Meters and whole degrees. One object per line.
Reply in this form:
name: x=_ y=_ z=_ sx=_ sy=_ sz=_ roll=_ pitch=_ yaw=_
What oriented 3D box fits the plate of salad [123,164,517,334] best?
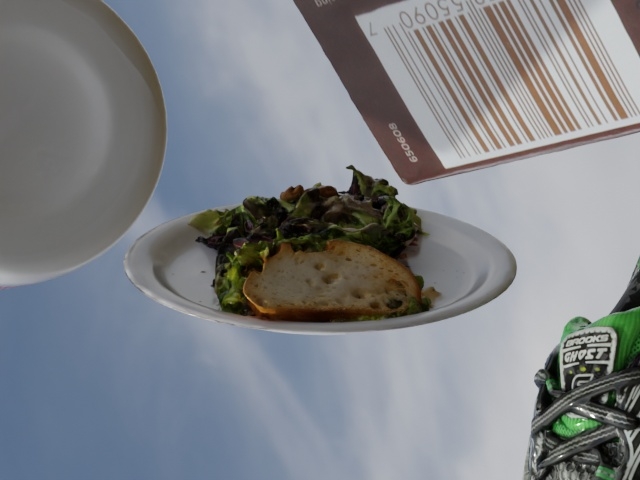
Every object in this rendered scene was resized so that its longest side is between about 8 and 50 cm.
plate of salad: x=0.000 y=0.000 z=0.752 sx=0.200 sy=0.200 sz=0.048 roll=-44 pitch=-43 yaw=-63

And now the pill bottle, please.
pill bottle: x=-0.272 y=-0.073 z=1.216 sx=0.408 sy=0.229 sz=0.229 roll=172 pitch=83 yaw=-73

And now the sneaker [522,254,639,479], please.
sneaker: x=0.130 y=0.118 z=0.686 sx=0.146 sy=0.134 sz=0.343 roll=53 pitch=-125 yaw=-25

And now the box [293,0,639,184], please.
box: x=0.100 y=-0.155 z=0.608 sx=0.167 sy=0.168 sz=0.203 roll=57 pitch=-132 yaw=-19
